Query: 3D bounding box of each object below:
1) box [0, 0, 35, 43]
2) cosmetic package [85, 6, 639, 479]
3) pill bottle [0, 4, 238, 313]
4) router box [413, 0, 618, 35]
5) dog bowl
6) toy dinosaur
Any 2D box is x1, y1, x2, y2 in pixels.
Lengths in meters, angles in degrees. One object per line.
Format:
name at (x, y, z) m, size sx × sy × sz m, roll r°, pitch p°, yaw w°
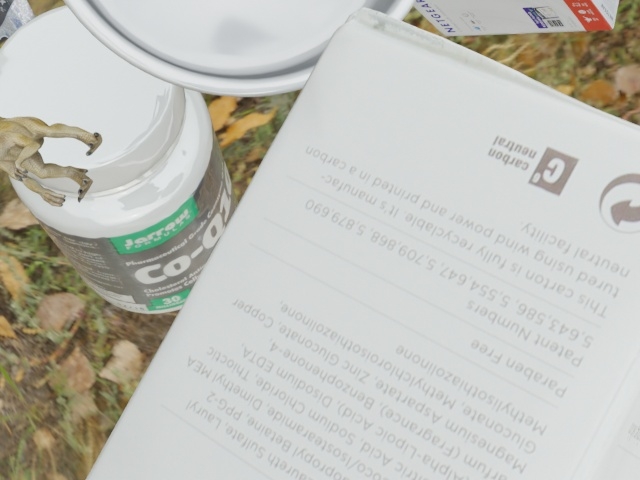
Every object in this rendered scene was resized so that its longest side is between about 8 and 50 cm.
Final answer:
box at (-0.451, -0.245, 1.118) m, size 0.142 × 0.247 × 0.163 m, roll -56°, pitch 134°, yaw -46°
cosmetic package at (0.014, 0.144, 0.415) m, size 0.385 × 0.156 × 0.217 m, roll -59°, pitch 150°, yaw -4°
pill bottle at (-0.201, -0.071, 1.124) m, size 0.204 × 0.361 × 0.204 m, roll -1°, pitch 69°, yaw 4°
router box at (0.250, -0.418, 1.650) m, size 0.335 × 0.301 × 0.082 m, roll 27°, pitch 72°, yaw -52°
dog bowl at (-0.054, -0.229, 0.722) m, size 0.265 × 0.104 × 0.264 m, roll -1°, pitch 100°, yaw -7°
toy dinosaur at (-0.192, -0.066, 0.718) m, size 0.093 × 0.183 × 0.053 m, roll 24°, pitch 107°, yaw 0°
